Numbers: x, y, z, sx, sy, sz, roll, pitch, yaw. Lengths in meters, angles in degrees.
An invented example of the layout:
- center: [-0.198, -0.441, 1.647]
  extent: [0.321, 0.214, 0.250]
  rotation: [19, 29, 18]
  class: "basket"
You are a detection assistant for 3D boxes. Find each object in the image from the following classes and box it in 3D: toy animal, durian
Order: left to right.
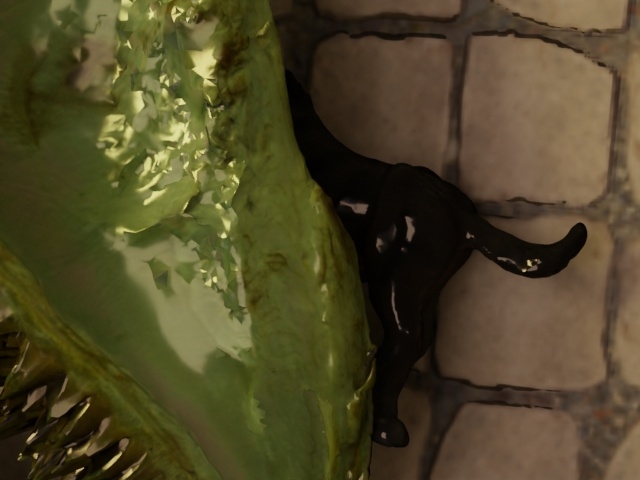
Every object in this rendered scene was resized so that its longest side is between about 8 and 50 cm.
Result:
- center: [-0.096, -0.016, 0.849]
  extent: [0.198, 0.163, 0.394]
  rotation: [-21, 84, -11]
  class: "durian"
- center: [0.000, 0.000, 0.888]
  extent: [0.233, 0.084, 0.148]
  rotation: [19, 95, 28]
  class: "toy animal"
